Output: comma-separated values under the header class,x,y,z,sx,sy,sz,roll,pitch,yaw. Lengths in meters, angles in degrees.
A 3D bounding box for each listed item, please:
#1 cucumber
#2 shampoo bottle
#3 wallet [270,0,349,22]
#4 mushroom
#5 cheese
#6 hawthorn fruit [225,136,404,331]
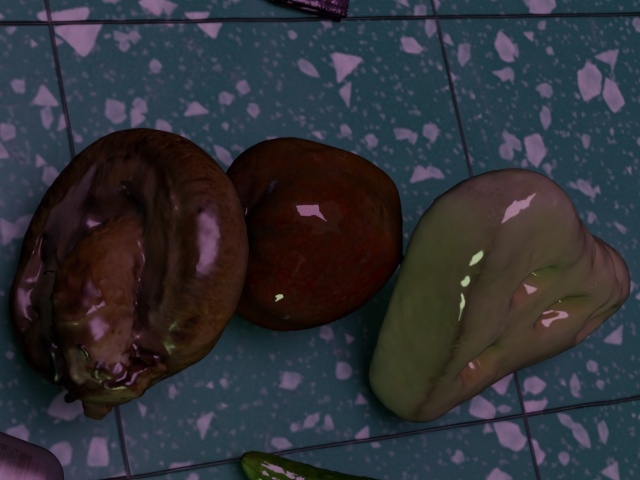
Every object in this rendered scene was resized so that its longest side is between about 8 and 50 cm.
class,x,y,z,sx,sy,sz,roll,pitch,yaw
cucumber,0.026,0.275,1.780,0.250,0.056,0.056,16,68,-20
shampoo bottle,-0.296,0.237,1.632,0.165,0.040,0.080,24,64,-20
wallet,-0.012,-0.349,1.967,0.111,0.030,0.165,14,69,-24
mushroom,-0.189,0.043,1.634,0.195,0.263,0.283,58,39,-43
cheese,0.226,0.022,1.806,0.351,0.328,0.129,-24,57,-29
hawthorn fruit,0.000,0.000,1.779,0.248,0.208,0.208,9,70,-39
